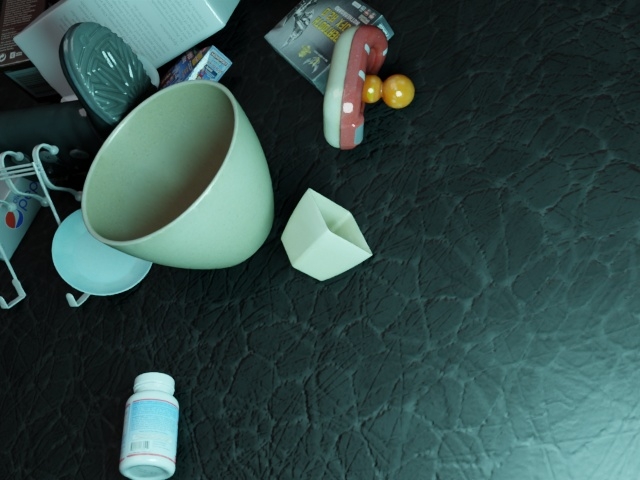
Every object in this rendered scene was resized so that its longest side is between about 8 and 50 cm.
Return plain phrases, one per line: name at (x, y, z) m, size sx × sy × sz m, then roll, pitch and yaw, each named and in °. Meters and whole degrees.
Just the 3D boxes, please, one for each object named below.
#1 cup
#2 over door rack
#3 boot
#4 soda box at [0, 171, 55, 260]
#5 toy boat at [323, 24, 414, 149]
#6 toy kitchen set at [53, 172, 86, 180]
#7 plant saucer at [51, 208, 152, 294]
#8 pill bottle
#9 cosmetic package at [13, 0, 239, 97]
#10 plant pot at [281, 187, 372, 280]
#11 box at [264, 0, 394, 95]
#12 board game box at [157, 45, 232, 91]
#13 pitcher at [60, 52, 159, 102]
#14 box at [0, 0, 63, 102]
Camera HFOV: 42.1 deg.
cup at (-0.214, -0.081, 1.463) m, size 0.331 × 0.237 × 0.331 m, roll -18°, pitch 52°, yaw 25°
over door rack at (-0.588, -0.027, 1.712) m, size 0.239 × 0.108 × 0.324 m, roll -5°, pitch 101°, yaw 33°
boot at (-0.533, -0.258, 1.668) m, size 0.445 × 0.367 × 0.146 m, roll 0°, pitch 57°, yaw 29°
soda box at (-0.712, -0.098, 1.934) m, size 0.098 × 0.091 × 0.286 m, roll 10°, pitch 67°, yaw 40°
toy boat at (0.091, -0.270, 1.468) m, size 0.151 × 0.151 × 0.231 m, roll 8°, pitch 62°, yaw 5°
toy kitchen set at (-0.561, -0.157, 1.910) m, size 0.083 × 0.068 × 0.075 m, roll 44°, pitch 125°, yaw 32°
plant saucer at (-0.423, 0.022, 1.629) m, size 0.195 × 0.037 × 0.195 m, roll 5°, pitch 65°, yaw -10°
pill bottle at (-0.275, 0.300, 1.347) m, size 0.087 × 0.087 × 0.160 m, roll -20°, pitch 50°, yaw 23°
cosmetic package at (-0.435, -0.497, 1.875) m, size 0.453 × 0.230 × 0.161 m, roll -24°, pitch 29°, yaw 25°
plant pot at (0.000, 0.000, 1.353) m, size 0.096 × 0.109 × 0.109 m, roll -43°, pitch 44°, yaw 20°
box at (0.012, -0.409, 1.656) m, size 0.183 × 0.056 × 0.231 m, roll -42°, pitch 45°, yaw 3°
board game box at (-0.281, -0.347, 1.801) m, size 0.194 × 0.060 × 0.194 m, roll -44°, pitch 30°, yaw 12°
pitcher at (-0.437, -0.320, 1.828) m, size 0.207 × 0.177 × 0.125 m, roll -26°, pitch 78°, yaw 30°
box at (-0.696, -0.565, 2.117) m, size 0.143 × 0.191 × 0.381 m, roll -7°, pitch 69°, yaw 17°
